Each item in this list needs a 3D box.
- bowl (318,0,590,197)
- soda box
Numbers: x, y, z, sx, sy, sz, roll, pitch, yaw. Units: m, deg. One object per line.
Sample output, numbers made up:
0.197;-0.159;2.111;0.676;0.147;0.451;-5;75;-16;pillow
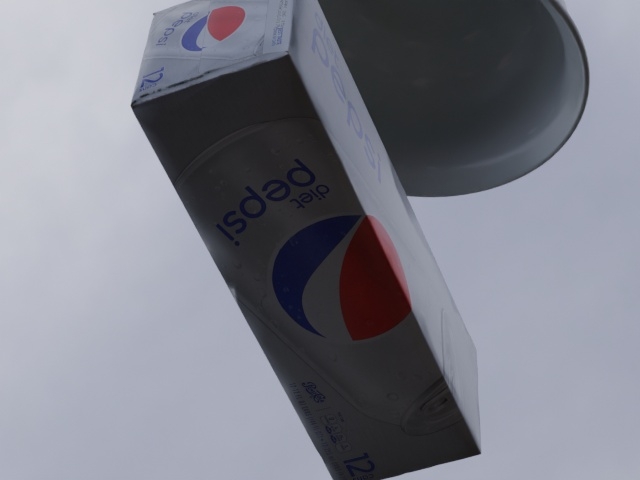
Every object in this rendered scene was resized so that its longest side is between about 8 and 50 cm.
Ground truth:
0.081;-0.181;1.638;0.297;0.134;0.298;7;-40;6;bowl
0.000;0.000;1.077;0.091;0.098;0.286;-17;-57;15;soda box
